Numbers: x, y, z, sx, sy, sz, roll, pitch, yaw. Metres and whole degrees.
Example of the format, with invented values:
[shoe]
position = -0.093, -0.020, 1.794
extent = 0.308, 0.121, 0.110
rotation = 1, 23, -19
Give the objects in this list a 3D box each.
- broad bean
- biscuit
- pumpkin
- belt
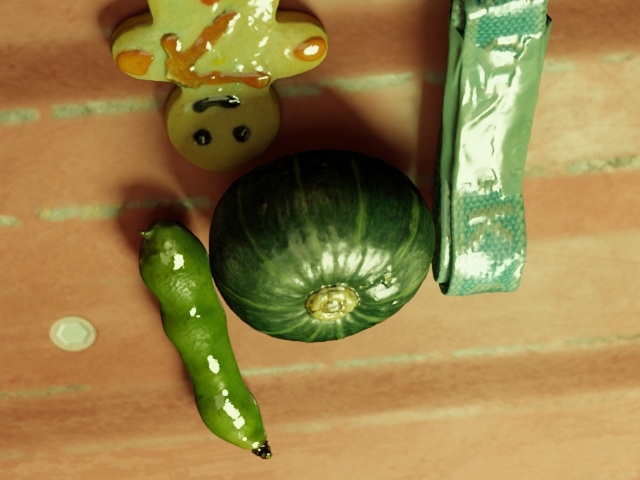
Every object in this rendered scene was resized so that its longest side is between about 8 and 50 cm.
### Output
[broad bean]
position = -0.092, 0.079, 1.420
extent = 0.052, 0.052, 0.256
rotation = -38, 131, -23
[biscuit]
position = -0.071, -0.147, 1.263
extent = 0.153, 0.030, 0.234
rotation = 1, 127, -2
[pumpkin]
position = 0.000, 0.003, 1.321
extent = 0.167, 0.125, 0.167
rotation = -6, 128, -8
[belt]
position = 0.121, -0.088, 1.285
extent = 0.072, 0.087, 0.302
rotation = 1, 127, -1
